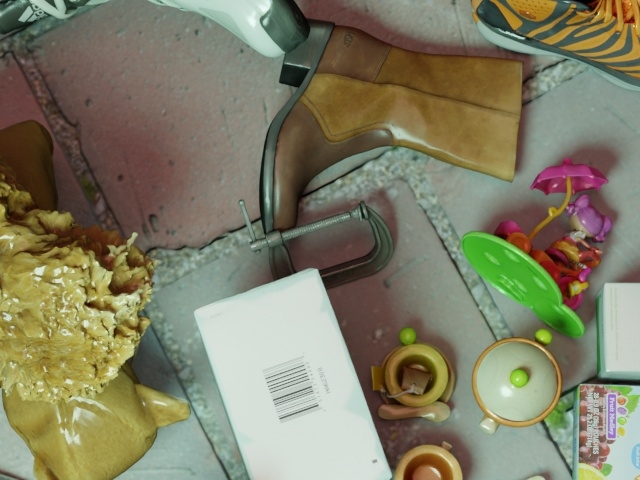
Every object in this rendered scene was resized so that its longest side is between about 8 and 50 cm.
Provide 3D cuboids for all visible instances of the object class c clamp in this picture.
[{"bbox_3d":[0.000,0.000,1.792,0.161,0.022,0.137,-13,122,-5],"label":"c clamp"}]

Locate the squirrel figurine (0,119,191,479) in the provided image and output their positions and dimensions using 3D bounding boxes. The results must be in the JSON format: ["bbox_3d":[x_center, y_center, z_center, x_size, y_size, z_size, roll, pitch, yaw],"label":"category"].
[{"bbox_3d":[-0.301,0.087,1.646,0.281,0.397,0.370,-31,92,-14],"label":"squirrel figurine"}]

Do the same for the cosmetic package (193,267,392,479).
[{"bbox_3d":[-0.027,0.172,1.693,0.138,0.224,0.224,-19,78,-2],"label":"cosmetic package"}]

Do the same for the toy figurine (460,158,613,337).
[{"bbox_3d":[0.267,-0.008,1.791,0.173,0.130,0.159,43,72,-12],"label":"toy figurine"}]

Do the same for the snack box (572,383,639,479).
[{"bbox_3d":[0.357,0.261,1.740,0.174,0.070,0.207,3,79,3],"label":"snack box"}]

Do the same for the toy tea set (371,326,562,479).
[{"bbox_3d":[0.164,0.248,1.721,0.200,0.124,0.336,-5,78,1],"label":"toy tea set"}]

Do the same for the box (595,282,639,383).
[{"bbox_3d":[0.352,0.101,1.765,0.102,0.087,0.101,1,78,2],"label":"box"}]

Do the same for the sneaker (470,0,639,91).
[{"bbox_3d":[0.324,-0.253,1.794,0.321,0.180,0.124,8,79,4],"label":"sneaker"}]

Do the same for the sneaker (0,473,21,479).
[{"bbox_3d":[-0.425,0.333,1.746,0.292,0.108,0.169,11,109,-15],"label":"sneaker"}]

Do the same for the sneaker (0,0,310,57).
[{"bbox_3d":[-0.229,-0.288,1.839,0.447,0.169,0.257,42,92,23],"label":"sneaker"}]

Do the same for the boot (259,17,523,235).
[{"bbox_3d":[0.079,-0.104,1.837,0.280,0.096,0.264,13,71,-3],"label":"boot"}]
